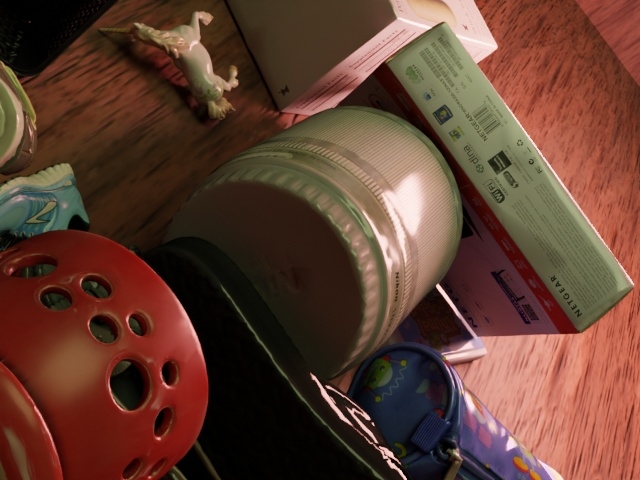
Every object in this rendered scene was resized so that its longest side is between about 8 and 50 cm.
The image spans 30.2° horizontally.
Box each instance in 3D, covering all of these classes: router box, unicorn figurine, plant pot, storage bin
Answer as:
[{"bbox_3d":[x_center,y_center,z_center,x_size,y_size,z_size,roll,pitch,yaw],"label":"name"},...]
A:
[{"bbox_3d":[0.159,-0.049,1.316,0.335,0.082,0.301,54,-13,-2],"label":"router box"},{"bbox_3d":[-0.143,-0.199,1.278,0.162,0.060,0.111,49,30,-11],"label":"unicorn figurine"},{"bbox_3d":[-0.194,0.106,0.767,0.191,0.191,0.174,55,32,0],"label":"plant pot"},{"bbox_3d":[-0.248,-0.247,1.050,0.122,0.180,0.084,36,34,-31],"label":"storage bin"}]

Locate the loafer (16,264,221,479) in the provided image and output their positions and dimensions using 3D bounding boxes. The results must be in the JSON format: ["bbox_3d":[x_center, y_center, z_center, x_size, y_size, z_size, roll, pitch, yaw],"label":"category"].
[{"bbox_3d":[-0.144,0.114,0.910,0.096,0.084,0.268,-28,92,-58],"label":"loafer"}]

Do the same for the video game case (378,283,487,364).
[{"bbox_3d":[0.104,0.062,1.413,0.212,0.023,0.193,0,61,-56],"label":"video game case"}]

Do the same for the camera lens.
[{"bbox_3d":[0.000,0.000,1.124,0.219,0.219,0.274,55,29,-1],"label":"camera lens"}]

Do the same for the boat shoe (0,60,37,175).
[{"bbox_3d":[-0.337,-0.165,0.922,0.305,0.109,0.091,47,1,6],"label":"boat shoe"}]

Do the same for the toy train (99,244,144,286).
[{"bbox_3d":[-0.194,0.034,1.001,0.158,0.027,0.036,-21,81,-59],"label":"toy train"}]

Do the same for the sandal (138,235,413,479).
[{"bbox_3d":[-0.003,0.184,0.988,0.446,0.167,0.107,57,30,5],"label":"sandal"}]

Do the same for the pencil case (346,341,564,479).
[{"bbox_3d":[0.138,0.214,1.146,0.133,0.119,0.306,43,-1,45],"label":"pencil case"}]

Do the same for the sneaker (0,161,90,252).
[{"bbox_3d":[-0.235,-0.012,0.954,0.073,0.063,0.162,58,30,-2],"label":"sneaker"}]

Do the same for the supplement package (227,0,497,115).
[{"bbox_3d":[0.052,-0.287,1.511,0.262,0.198,0.199,-2,62,-56],"label":"supplement package"}]
